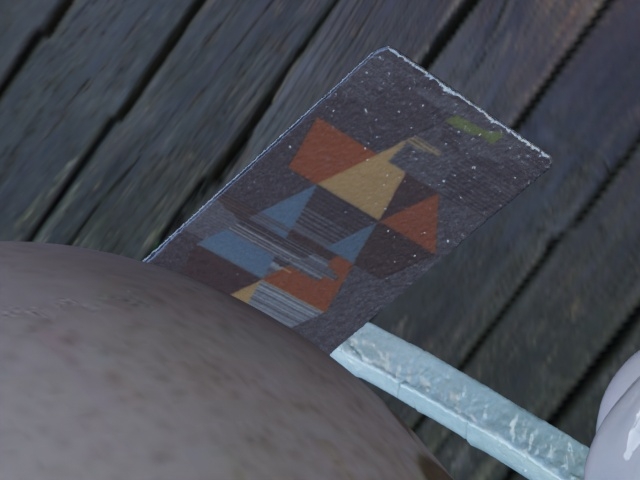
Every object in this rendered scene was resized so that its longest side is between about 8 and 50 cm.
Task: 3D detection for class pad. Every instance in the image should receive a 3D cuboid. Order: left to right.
[{"bbox_3d":[0.000,0.000,0.991,0.211,0.003,0.143,-42,135,20],"label":"pad"}]

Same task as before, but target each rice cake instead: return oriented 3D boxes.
[{"bbox_3d":[0.114,0.126,1.440,0.245,0.045,0.042,31,68,18],"label":"rice cake"}]

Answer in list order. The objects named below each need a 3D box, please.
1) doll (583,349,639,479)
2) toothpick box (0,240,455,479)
[{"bbox_3d":[0.254,0.124,1.214,0.221,0.221,0.251,18,126,0],"label":"doll"},{"bbox_3d":[-0.087,0.253,0.568,0.409,0.409,0.425,-36,61,13],"label":"toothpick box"}]
